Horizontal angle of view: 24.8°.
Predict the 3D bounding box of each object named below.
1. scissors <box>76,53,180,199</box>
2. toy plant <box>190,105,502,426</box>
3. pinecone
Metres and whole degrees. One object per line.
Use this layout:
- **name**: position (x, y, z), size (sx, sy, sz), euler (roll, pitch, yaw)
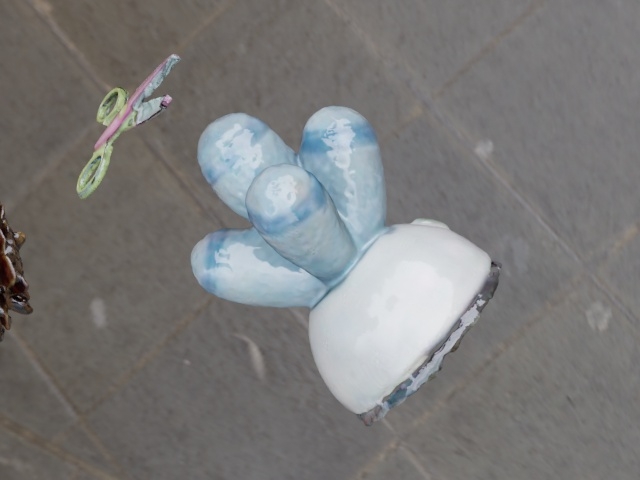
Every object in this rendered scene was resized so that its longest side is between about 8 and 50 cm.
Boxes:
- **scissors**: position (-0.194, -0.125, 1.474), size (0.187, 0.020, 0.133), euler (-32, 41, 49)
- **toy plant**: position (0.000, 0.000, 1.513), size (0.332, 0.247, 0.247), euler (43, 90, -4)
- **pinecone**: position (-0.291, 0.022, 1.153), size (0.121, 0.140, 0.140), euler (-12, 71, -12)
